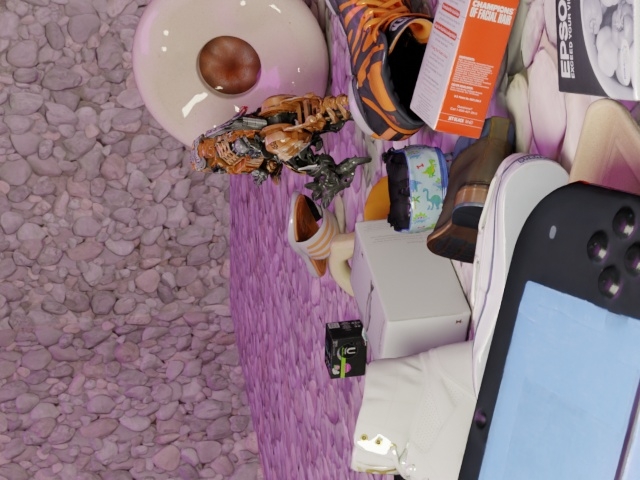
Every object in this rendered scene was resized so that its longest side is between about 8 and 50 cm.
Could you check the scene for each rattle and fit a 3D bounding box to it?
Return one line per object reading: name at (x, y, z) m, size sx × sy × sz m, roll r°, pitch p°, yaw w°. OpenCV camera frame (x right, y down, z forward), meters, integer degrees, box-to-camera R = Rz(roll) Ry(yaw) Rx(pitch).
rattle at (0.090, 0.035, 1.664) m, size 0.142 × 0.130 × 0.199 m, roll -90°, pitch -23°, yaw -48°

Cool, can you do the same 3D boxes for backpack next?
backpack at (0.122, -0.061, 1.386) m, size 0.114 × 0.084 × 0.105 m, roll -163°, pitch 67°, yaw -84°

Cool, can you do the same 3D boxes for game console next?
game console at (0.197, 0.166, 0.773) m, size 0.342 × 0.060 × 0.386 m, roll -153°, pitch 74°, yaw -68°

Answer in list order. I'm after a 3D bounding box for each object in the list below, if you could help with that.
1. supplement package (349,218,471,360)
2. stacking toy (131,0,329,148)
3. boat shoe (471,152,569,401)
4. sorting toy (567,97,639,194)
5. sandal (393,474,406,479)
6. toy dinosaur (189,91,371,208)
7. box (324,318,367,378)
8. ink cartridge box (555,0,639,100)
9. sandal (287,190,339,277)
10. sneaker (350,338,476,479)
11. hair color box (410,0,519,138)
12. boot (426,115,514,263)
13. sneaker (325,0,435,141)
supplement package at (0.107, 0.068, 1.475) m, size 0.179 × 0.105 × 0.105 m, roll -107°, pitch 16°, yaw -47°
stacking toy at (-0.142, -0.395, 2.275) m, size 0.480 × 0.351 × 0.350 m, roll -79°, pitch -9°, yaw -63°
boat shoe at (0.187, 0.046, 1.112) m, size 0.084 × 0.095 × 0.258 m, roll -120°, pitch 37°, yaw -76°
sorting toy at (0.245, 0.023, 0.911) m, size 0.208 × 0.038 × 0.193 m, roll -112°, pitch 19°, yaw -45°
sandal at (0.145, 0.279, 1.437) m, size 0.167 × 0.107 × 0.445 m, roll 94°, pitch 179°, yaw -45°
toy dinosaur at (-0.042, -0.150, 1.793) m, size 0.322 × 0.218 × 0.164 m, roll 6°, pitch 82°, yaw 39°
box at (0.041, 0.182, 2.000) m, size 0.052 × 0.062 × 0.083 m, roll -113°, pitch 20°, yaw -56°
ink cartridge box at (0.215, -0.216, 0.924) m, size 0.208 × 0.045 × 0.206 m, roll -138°, pitch 43°, yaw -77°
sandal at (0.001, -0.010, 2.139) m, size 0.265 × 0.076 × 0.102 m, roll 60°, pitch -146°, yaw -64°
sneaker at (0.119, 0.252, 1.247) m, size 0.108 × 0.169 × 0.292 m, roll 62°, pitch -160°, yaw -60°
hair color box at (0.145, -0.195, 1.186) m, size 0.093 × 0.053 × 0.167 m, roll -118°, pitch 39°, yaw -67°
boot at (0.166, -0.046, 1.256) m, size 0.219 × 0.082 × 0.106 m, roll 112°, pitch 172°, yaw -73°
sneaker at (0.086, -0.284, 1.450) m, size 0.180 × 0.125 × 0.321 m, roll 179°, pitch 76°, yaw -76°
